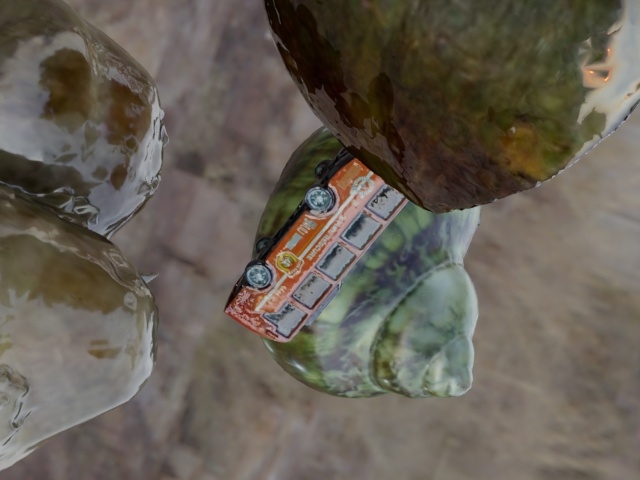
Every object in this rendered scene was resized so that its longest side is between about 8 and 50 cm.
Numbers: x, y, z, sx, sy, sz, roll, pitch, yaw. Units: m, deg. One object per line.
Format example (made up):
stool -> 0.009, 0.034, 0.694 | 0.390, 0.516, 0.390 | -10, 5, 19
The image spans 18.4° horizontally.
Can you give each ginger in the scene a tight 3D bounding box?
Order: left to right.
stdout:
ginger -> -0.183, -0.017, 0.930 | 0.304, 0.244, 0.155 | -75, 160, -46

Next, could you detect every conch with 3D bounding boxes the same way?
conch -> 0.041, 0.012, 1.259 | 0.187, 0.181, 0.124 | -36, -174, -12

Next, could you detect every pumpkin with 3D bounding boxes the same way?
pumpkin -> 0.013, -0.120, 0.766 | 0.148, 0.169, 0.312 | -54, -163, 10

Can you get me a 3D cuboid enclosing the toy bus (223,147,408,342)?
toy bus -> 0.000, 0.000, 0.912 | 0.110, 0.043, 0.031 | -51, -170, 28
